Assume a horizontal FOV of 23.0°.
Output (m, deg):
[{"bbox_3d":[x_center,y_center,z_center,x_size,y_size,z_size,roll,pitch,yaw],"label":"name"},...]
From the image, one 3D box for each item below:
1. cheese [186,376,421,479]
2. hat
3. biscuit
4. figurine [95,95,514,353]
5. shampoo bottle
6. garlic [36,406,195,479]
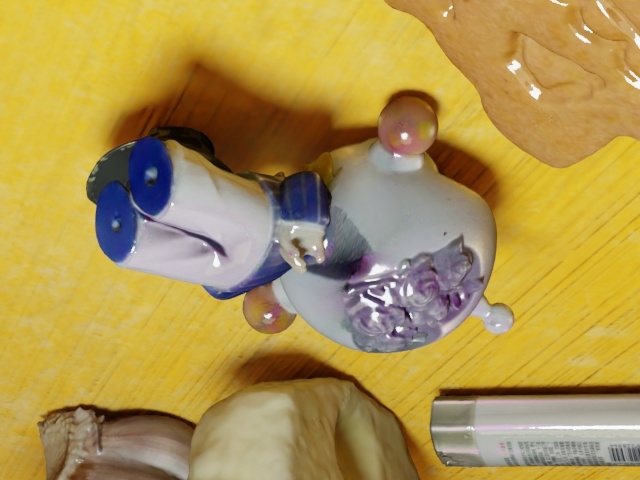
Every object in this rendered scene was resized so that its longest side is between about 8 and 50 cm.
[{"bbox_3d":[0.003,0.263,1.303,0.115,0.318,0.326,-17,-178,24],"label":"cheese"},{"bbox_3d":[-0.097,-0.047,1.039,0.121,0.050,0.121,4,155,2],"label":"hat"},{"bbox_3d":[0.135,-0.122,0.735,0.306,0.043,0.284,15,147,43],"label":"biscuit"},{"bbox_3d":[0.003,-0.008,0.978,0.194,0.133,0.274,-38,143,13],"label":"figurine"},{"bbox_3d":[0.209,0.158,1.308,0.227,0.056,0.086,-3,150,19],"label":"shampoo bottle"},{"bbox_3d":[-0.180,0.265,1.443,0.160,0.214,0.191,-31,122,35],"label":"garlic"}]
